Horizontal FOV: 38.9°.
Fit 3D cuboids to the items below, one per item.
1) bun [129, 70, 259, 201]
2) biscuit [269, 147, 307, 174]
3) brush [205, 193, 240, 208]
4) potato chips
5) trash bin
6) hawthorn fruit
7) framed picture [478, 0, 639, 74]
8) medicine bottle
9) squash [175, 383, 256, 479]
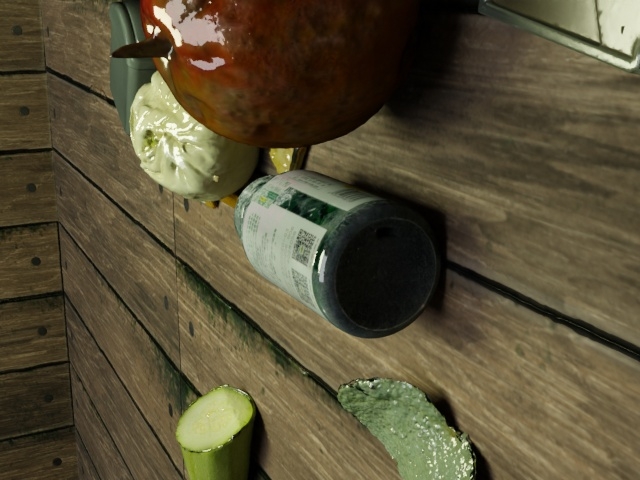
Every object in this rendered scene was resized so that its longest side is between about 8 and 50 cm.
[{"bbox_3d":[-0.198,-0.163,1.338,0.229,0.145,0.229,37,138,42],"label":"bun"},{"bbox_3d":[-0.044,-0.122,1.208,0.081,0.018,0.083,61,147,39],"label":"biscuit"},{"bbox_3d":[-0.166,-0.076,1.443,0.272,0.013,0.103,25,154,55],"label":"brush"},{"bbox_3d":[0.093,0.228,0.973,0.228,0.059,0.167,50,146,42],"label":"potato chips"},{"bbox_3d":[-0.330,-0.328,1.671,0.176,0.101,0.236,62,151,33],"label":"trash bin"},{"bbox_3d":[-0.058,-0.209,0.872,0.277,0.298,0.277,47,149,39],"label":"hawthorn fruit"},{"bbox_3d":[0.197,-0.279,0.651,0.209,0.019,0.281,46,137,51],"label":"framed picture"},{"bbox_3d":[0.000,0.000,1.003,0.293,0.141,0.141,26,120,60],"label":"medicine bottle"},{"bbox_3d":[-0.183,0.387,1.527,0.137,0.137,0.287,-128,37,-48],"label":"squash"}]
